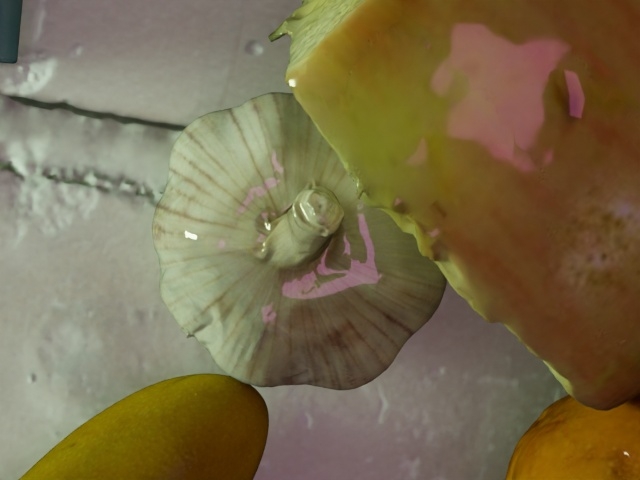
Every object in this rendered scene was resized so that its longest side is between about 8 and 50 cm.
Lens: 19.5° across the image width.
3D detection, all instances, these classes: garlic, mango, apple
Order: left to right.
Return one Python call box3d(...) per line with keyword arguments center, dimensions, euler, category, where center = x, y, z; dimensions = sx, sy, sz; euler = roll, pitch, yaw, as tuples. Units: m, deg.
box3d(center=(-0.127, 0.186, 1.170), dimensions=(0.253, 0.113, 0.138), euler=(-44, 86, -8), category="mango")
box3d(center=(0.000, 0.000, 1.114), dimensions=(0.199, 0.226, 0.199), euler=(0, 90, -7), category="garlic")
box3d(center=(0.142, -0.070, 1.058), dimensions=(0.309, 0.252, 0.314), euler=(44, 63, -13), category="apple")

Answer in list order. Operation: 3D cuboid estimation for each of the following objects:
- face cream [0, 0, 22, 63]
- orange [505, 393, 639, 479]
box3d(center=(-0.213, -0.236, 1.137), dimensions=(0.077, 0.077, 0.250), euler=(4, 94, -8), category="face cream")
box3d(center=(0.223, 0.203, 1.140), dimensions=(0.261, 0.261, 0.261), euler=(-1, 95, -7), category="orange")
